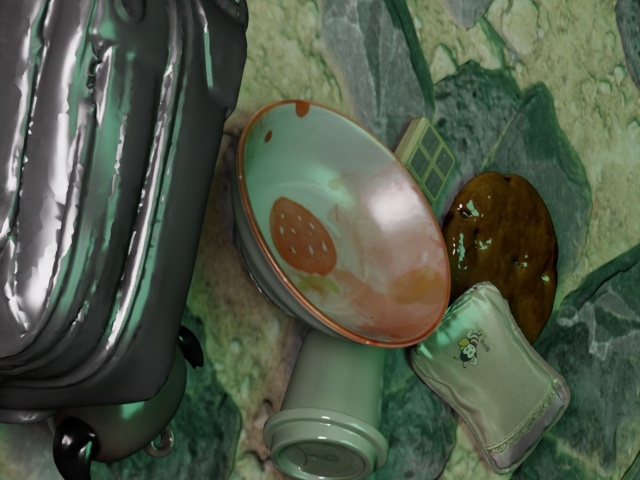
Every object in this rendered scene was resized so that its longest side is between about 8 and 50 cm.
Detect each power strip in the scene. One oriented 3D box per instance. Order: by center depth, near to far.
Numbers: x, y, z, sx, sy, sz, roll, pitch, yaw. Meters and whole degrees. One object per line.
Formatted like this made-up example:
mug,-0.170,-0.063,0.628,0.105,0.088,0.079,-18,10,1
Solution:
power strip,0.089,-0.046,1.847,0.076,0.028,0.169,52,52,-35

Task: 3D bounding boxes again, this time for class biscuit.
biscuit,0.200,0.028,1.967,0.212,0.036,0.212,2,88,-48

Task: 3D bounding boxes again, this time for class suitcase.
suitcase,-0.238,-0.041,1.228,0.188,0.345,0.339,27,68,-51

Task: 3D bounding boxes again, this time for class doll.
doll,-0.195,0.076,1.443,0.182,0.117,0.257,-50,124,-36

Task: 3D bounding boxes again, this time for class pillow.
pillow,0.187,0.148,1.924,0.130,0.038,0.233,-44,125,-11

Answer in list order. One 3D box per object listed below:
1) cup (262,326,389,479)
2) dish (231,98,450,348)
cup,0.011,0.151,1.696,0.120,0.120,0.141,44,42,-39
dish,0.000,0.000,1.666,0.260,0.085,0.260,29,43,-31
